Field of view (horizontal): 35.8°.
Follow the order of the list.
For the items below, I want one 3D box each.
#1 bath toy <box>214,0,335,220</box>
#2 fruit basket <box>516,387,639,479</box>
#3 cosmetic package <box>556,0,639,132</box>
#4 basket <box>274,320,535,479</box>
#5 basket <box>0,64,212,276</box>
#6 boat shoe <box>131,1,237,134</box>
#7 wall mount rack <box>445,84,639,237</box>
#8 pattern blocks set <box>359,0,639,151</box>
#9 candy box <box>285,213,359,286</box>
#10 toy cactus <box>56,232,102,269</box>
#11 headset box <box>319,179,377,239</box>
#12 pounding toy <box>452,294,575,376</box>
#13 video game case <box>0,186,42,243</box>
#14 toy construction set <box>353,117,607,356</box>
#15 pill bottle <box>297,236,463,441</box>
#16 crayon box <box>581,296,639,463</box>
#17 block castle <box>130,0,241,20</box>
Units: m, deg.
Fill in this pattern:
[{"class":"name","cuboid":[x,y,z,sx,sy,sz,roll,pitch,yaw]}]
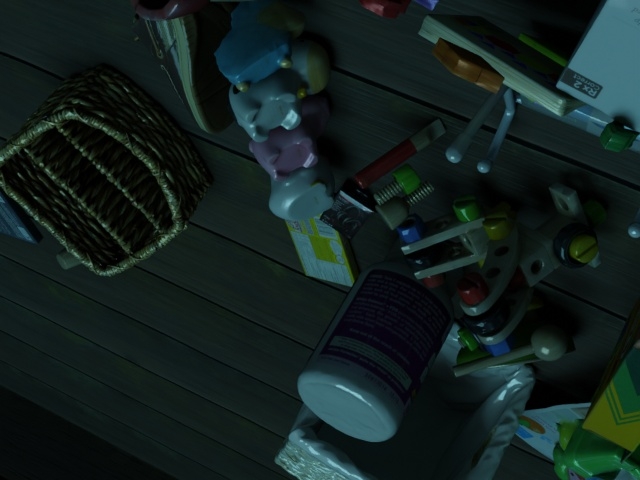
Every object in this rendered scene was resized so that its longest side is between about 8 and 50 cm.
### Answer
[{"class":"bath toy","cuboid":[-0.048,-0.171,1.374,0.129,0.151,0.348,60,171,35]},{"class":"fruit basket","cuboid":[0.488,0.382,1.656,0.327,0.165,0.353,36,154,-7]},{"class":"cosmetic package","cuboid":[0.334,-0.207,0.895,0.151,0.184,0.151,28,150,6]},{"class":"basket","cuboid":[0.139,0.313,1.723,0.331,0.328,0.266,30,154,3]},{"class":"basket","cuboid":[-0.354,-0.108,1.656,0.213,0.223,0.299,-6,132,48]},{"class":"boat shoe","cuboid":[-0.191,-0.299,1.333,0.123,0.123,0.342,23,147,33]},{"class":"wall mount rack","cuboid":[0.276,-0.090,1.075,0.350,0.131,0.304,25,-175,13]},{"class":"pattern blocks set","cuboid":[0.192,-0.182,1.006,0.325,0.285,0.026,41,119,29]},{"class":"candy box","cuboid":[0.000,0.000,1.678,0.105,0.027,0.206,16,146,28]},{"class":"toy cactus","cuboid":[-0.437,-0.011,1.938,0.112,0.180,0.219,47,149,15]},{"class":"headset box","cuboid":[0.046,-0.050,1.538,0.062,0.032,0.083,34,133,-5]},{"class":"pounding toy","cuboid":[0.287,0.131,1.509,0.182,0.110,0.237,-11,175,13]},{"class":"video game case","cuboid":[-0.791,-0.088,2.298,0.274,0.026,0.196,14,146,30]},{"class":"toy construction set","cuboid":[0.227,-0.027,1.313,0.309,0.237,0.257,55,178,-5]},{"class":"pill bottle","cuboid":[0.103,0.140,1.511,0.169,0.301,0.169,24,150,15]},{"class":"crayon box","cuboid":[0.438,0.143,1.303,0.081,0.202,0.318,25,149,14]},{"class":"block castle","cuboid":[-0.260,-0.399,0.994,0.453,0.213,0.303,18,113,34]}]
